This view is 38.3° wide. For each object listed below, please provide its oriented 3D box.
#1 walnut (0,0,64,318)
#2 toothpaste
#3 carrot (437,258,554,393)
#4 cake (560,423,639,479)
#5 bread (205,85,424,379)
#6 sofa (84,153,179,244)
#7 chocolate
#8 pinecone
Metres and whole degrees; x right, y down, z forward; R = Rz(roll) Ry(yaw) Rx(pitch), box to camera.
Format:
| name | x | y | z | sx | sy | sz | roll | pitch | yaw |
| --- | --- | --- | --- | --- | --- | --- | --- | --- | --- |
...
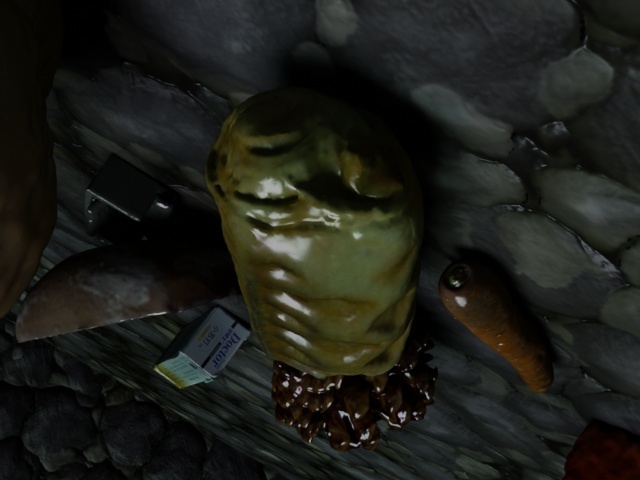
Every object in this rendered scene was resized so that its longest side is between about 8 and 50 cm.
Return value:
| name | x | y | z | sx | sy | sz | roll | pitch | yaw |
| --- | --- | --- | --- | --- | --- | --- | --- | --- | --- |
| walnut | -0.335 | -0.089 | 0.607 | 0.381 | 0.381 | 0.381 | 26 | 160 | 10 |
| toothpaste | -0.185 | 0.163 | 1.365 | 0.071 | 0.089 | 0.313 | 40 | 160 | -6 |
| carrot | 0.148 | 0.073 | 0.736 | 0.047 | 0.047 | 0.191 | 12 | 158 | 42 |
| cake | 0.344 | 0.380 | 0.869 | 0.319 | 0.269 | 0.270 | 22 | 159 | 24 |
| bread | 0.000 | 0.000 | 0.637 | 0.152 | 0.130 | 0.268 | 29 | 160 | 15 |
| sofa | -0.202 | -0.025 | 0.962 | 0.085 | 0.060 | 0.147 | 32 | 160 | -6 |
| chocolate | -0.193 | 0.039 | 0.958 | 0.254 | 0.080 | 0.157 | -12 | 180 | 33 |
| pinecone | 0.034 | 0.119 | 0.862 | 0.173 | 0.173 | 0.173 | 26 | 160 | 10 |
